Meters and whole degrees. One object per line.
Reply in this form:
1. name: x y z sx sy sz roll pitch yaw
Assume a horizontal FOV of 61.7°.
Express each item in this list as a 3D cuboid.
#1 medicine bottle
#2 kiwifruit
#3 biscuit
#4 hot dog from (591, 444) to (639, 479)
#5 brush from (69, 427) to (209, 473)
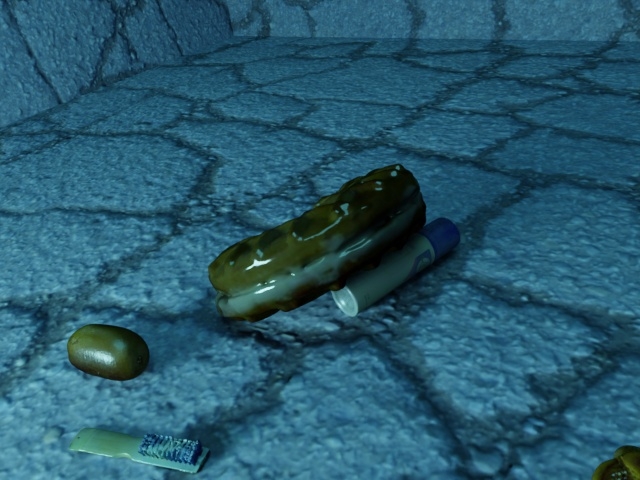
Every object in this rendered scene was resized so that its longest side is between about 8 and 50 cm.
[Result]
1. medicine bottle: 0.121 0.036 0.827 0.230 0.059 0.059 -29 38 -28
2. kiwifruit: -0.289 0.151 0.730 0.124 0.075 0.075 5 35 28
3. biscuit: 0.015 -0.006 0.795 0.366 0.115 0.268 -32 9 -25
4. hot dog: 0.290 0.237 0.472 0.089 0.060 0.140 -33 24 7
5. brush: -0.216 0.239 0.623 0.178 0.030 0.033 2 44 17
